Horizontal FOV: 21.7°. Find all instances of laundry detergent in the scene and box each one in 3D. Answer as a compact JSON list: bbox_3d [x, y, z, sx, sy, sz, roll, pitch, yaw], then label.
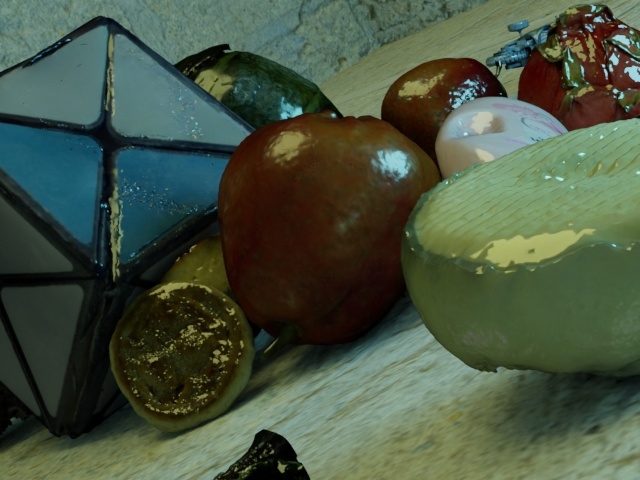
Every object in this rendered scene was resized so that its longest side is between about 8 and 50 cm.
[{"bbox_3d":[0.191,-0.071,1.697,0.159,0.087,0.335,16,18,4],"label":"laundry detergent"}]

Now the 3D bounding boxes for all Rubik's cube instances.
[{"bbox_3d":[-0.251,-0.018,1.856,0.307,0.305,0.310,-34,-26,-38],"label":"Rubik's cube"}]

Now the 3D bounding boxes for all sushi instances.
[{"bbox_3d":[-0.050,0.186,1.221,0.083,0.056,0.085,-31,9,-16],"label":"sushi"}]

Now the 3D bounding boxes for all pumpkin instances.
[{"bbox_3d":[-0.094,-0.085,2.068,0.320,0.320,0.192,-19,32,44],"label":"pumpkin"}]

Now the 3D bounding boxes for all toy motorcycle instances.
[{"bbox_3d":[0.360,-0.307,2.606,0.136,0.092,0.254,-11,8,33],"label":"toy motorcycle"}]

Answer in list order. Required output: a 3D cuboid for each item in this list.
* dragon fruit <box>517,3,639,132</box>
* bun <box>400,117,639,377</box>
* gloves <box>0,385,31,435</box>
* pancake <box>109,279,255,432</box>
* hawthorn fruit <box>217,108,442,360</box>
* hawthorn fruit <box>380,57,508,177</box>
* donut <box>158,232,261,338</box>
[{"bbox_3d":[0.317,-0.210,2.016,0.218,0.148,0.224,-20,12,43],"label":"dragon fruit"},{"bbox_3d":[0.196,0.012,1.196,0.287,0.146,0.287,-15,20,6],"label":"bun"},{"bbox_3d":[-0.404,0.176,2.049,0.312,0.135,0.210,-29,3,-25],"label":"gloves"},{"bbox_3d":[-0.138,0.111,1.644,0.158,0.158,0.028,-27,-24,9],"label":"pancake"},{"bbox_3d":[0.000,0.000,1.638,0.224,0.224,0.260,-9,64,63],"label":"hawthorn fruit"},{"bbox_3d":[0.176,-0.173,2.179,0.194,0.157,0.157,-41,13,-21],"label":"hawthorn fruit"},{"bbox_3d":[-0.117,0.077,1.750,0.184,0.073,0.166,-53,-26,11],"label":"donut"}]
